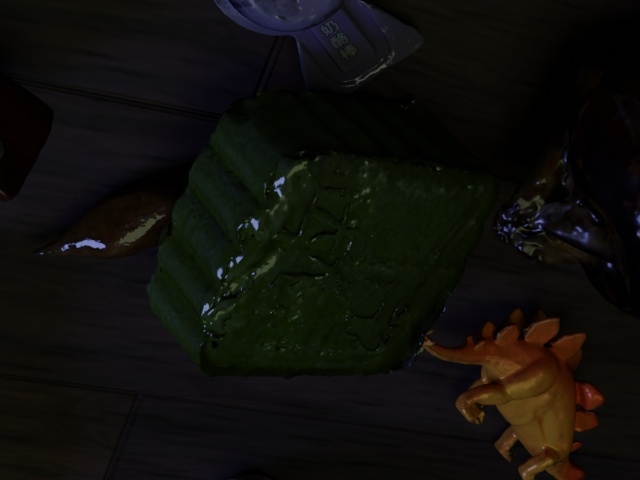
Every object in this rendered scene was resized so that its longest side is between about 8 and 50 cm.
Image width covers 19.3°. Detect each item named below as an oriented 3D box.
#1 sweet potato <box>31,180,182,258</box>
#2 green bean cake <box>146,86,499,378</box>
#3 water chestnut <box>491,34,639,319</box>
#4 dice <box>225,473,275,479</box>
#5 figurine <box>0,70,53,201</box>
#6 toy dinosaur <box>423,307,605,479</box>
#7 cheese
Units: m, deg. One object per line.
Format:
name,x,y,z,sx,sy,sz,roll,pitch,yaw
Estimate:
sweet potato,-0.151,-0.009,1.346,0.117,0.049,0.049,-19,128,1
green bean cake,0.000,0.000,1.332,0.214,0.113,0.200,6,122,-40
water chestnut,0.244,-0.030,1.348,0.238,0.223,0.223,-21,128,-6
dice,-0.054,0.253,1.531,0.091,0.093,0.094,-41,126,14
figurine,-0.323,-0.062,1.208,0.284,0.204,0.338,-4,137,-25
toy dinosaur,0.166,0.112,1.518,0.117,0.070,0.288,-40,131,-1
cheese,-0.011,-0.169,1.274,0.105,0.042,0.191,-32,131,8
